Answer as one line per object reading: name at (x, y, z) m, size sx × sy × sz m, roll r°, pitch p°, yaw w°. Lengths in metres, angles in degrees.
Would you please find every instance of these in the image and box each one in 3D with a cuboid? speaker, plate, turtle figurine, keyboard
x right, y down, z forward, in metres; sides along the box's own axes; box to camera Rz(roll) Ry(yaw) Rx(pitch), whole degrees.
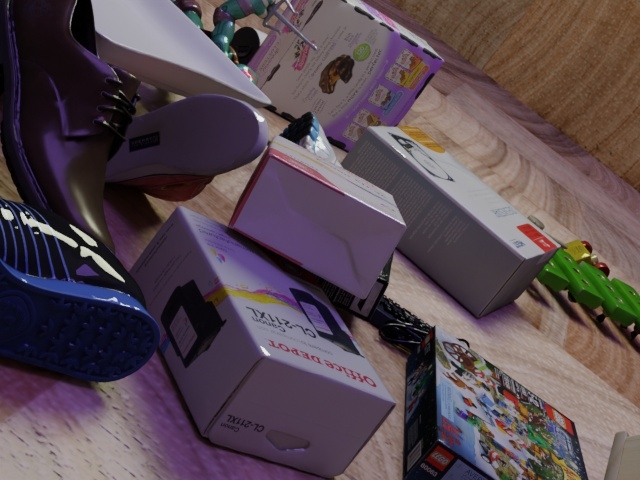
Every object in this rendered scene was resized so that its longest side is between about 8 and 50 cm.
speaker at (-0.059, -0.236, 1.733) m, size 0.136 × 0.055 × 0.055 m, roll 13°, pitch 29°, yaw -52°
plate at (-0.205, -0.220, 1.211) m, size 0.277 × 0.045 × 0.278 m, roll 47°, pitch 15°, yaw 24°
turtle figurine at (-0.103, -0.188, 1.374) m, size 0.118 × 0.175 × 0.234 m, roll -2°, pitch 31°, yaw -38°
keyboard at (0.109, 0.089, 1.239) m, size 0.192 × 0.038 × 0.100 m, roll 33°, pitch 17°, yaw -11°

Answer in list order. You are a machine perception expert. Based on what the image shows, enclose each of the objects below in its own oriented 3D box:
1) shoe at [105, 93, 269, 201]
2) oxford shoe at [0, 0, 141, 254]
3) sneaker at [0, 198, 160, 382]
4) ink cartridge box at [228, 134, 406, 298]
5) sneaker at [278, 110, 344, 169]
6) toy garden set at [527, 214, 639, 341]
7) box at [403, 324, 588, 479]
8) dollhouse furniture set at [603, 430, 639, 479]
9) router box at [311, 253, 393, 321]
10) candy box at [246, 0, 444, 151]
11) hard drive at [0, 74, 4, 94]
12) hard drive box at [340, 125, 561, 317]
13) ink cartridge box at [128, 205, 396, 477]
shoe at (-0.102, -0.072, 1.062) m, size 0.081 × 0.178 × 0.063 m, roll 16°, pitch 71°, yaw -57°
oxford shoe at (-0.169, -0.081, 0.923) m, size 0.083 × 0.096 × 0.227 m, roll 55°, pitch 19°, yaw -73°
sneaker at (-0.198, 0.012, 0.766) m, size 0.232 × 0.081 × 0.090 m, roll 31°, pitch 14°, yaw -42°
ink cartridge box at (-0.003, -0.026, 1.042) m, size 0.115 × 0.067 × 0.198 m, roll 28°, pitch 7°, yaw -5°
sneaker at (-0.004, -0.064, 1.390) m, size 0.083 × 0.071 × 0.191 m, roll 39°, pitch 20°, yaw -27°
toy garden set at (0.333, 0.043, 1.798) m, size 0.244 × 0.049 × 0.204 m, roll 25°, pitch 22°, yaw -32°
box at (0.145, 0.169, 1.081) m, size 0.159 × 0.044 × 0.233 m, roll 35°, pitch 17°, yaw -7°
dollhouse furniture set at (0.364, 0.330, 1.067) m, size 0.303 × 0.198 × 0.286 m, roll 63°, pitch 32°, yaw -21°
router box at (0.000, 0.000, 1.207) m, size 0.133 × 0.046 × 0.179 m, roll 26°, pitch 17°, yaw -1°
candy box at (0.026, -0.214, 1.652) m, size 0.196 × 0.165 × 0.070 m, roll 26°, pitch 19°, yaw -33°
hard drive at (-0.327, -0.176, 0.959) m, size 0.237 × 0.064 × 0.339 m, roll 43°, pitch 14°, yaw -15°
hard drive box at (0.144, -0.027, 1.527) m, size 0.232 × 0.089 × 0.181 m, roll 41°, pitch 18°, yaw 13°
ink cartridge box at (-0.043, 0.069, 0.921) m, size 0.127 × 0.072 × 0.175 m, roll 24°, pitch 20°, yaw -39°
